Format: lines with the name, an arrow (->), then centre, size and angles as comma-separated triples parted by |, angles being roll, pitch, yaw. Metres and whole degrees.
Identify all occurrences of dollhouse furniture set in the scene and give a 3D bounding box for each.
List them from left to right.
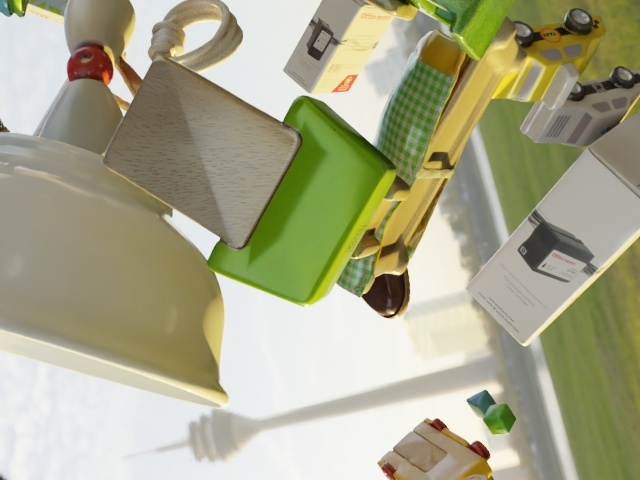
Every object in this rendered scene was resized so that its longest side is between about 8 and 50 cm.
dollhouse furniture set -> 0.009, -0.087, 0.605 | 0.151, 0.197, 0.301 | 31, -170, 11

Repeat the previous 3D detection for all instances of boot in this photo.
boot -> 0.000, 0.000, 1.345 | 0.207, 0.090, 0.248 | 3, -128, -46

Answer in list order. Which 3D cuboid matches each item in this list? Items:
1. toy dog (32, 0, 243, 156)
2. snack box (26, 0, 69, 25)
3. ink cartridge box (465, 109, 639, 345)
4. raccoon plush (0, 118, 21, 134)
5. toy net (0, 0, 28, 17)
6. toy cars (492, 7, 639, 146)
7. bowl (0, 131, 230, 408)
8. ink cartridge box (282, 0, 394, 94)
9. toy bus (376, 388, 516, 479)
toy dog -> -0.208, -0.084, 0.978 | 0.161, 0.220, 0.333 | 78, -150, -54
snack box -> -0.348, -0.356, 1.451 | 0.037, 0.141, 0.100 | 147, 140, -73
ink cartridge box -> 0.379, -0.022, 1.437 | 0.129, 0.307, 0.223 | 46, -138, 13
raccoon plush -> -0.554, -0.002, 1.289 | 0.216, 0.446, 0.299 | 58, -153, -2
toy net -> -0.271, -0.227, 0.877 | 0.232, 0.045, 0.122 | -108, 22, -59
toy cars -> 0.332, -0.193, 1.327 | 0.394, 0.176, 0.087 | 19, -143, -57
bowl -> -0.187, 0.014, 0.694 | 0.298, 0.298, 0.134 | 50, -127, -69
ink cartridge box -> 0.029, -0.288, 1.437 | 0.063, 0.150, 0.109 | 43, -152, 20
toy bus -> 0.159, 0.297, 1.218 | 0.104, 0.191, 0.202 | 55, -148, -18
